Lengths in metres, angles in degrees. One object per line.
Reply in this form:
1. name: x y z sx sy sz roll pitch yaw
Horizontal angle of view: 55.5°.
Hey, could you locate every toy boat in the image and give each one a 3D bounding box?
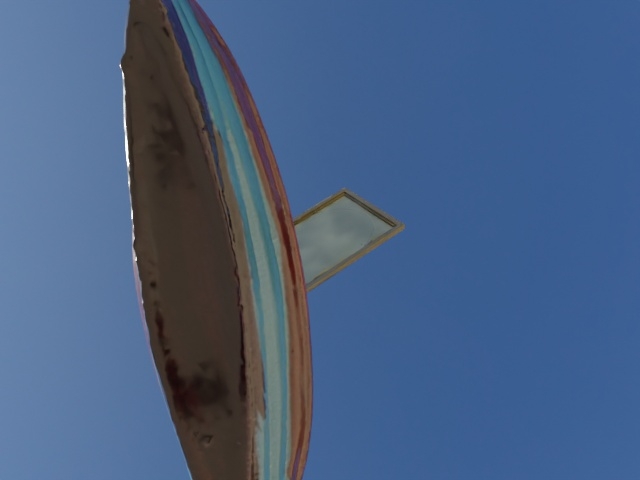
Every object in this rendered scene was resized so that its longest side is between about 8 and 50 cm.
1. toy boat: -0.087 -0.001 0.447 0.136 0.079 0.392 -9 -89 12

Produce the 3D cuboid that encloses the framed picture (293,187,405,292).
1. framed picture: 0.000 0.000 0.858 0.201 0.136 0.010 -32 -45 -22
